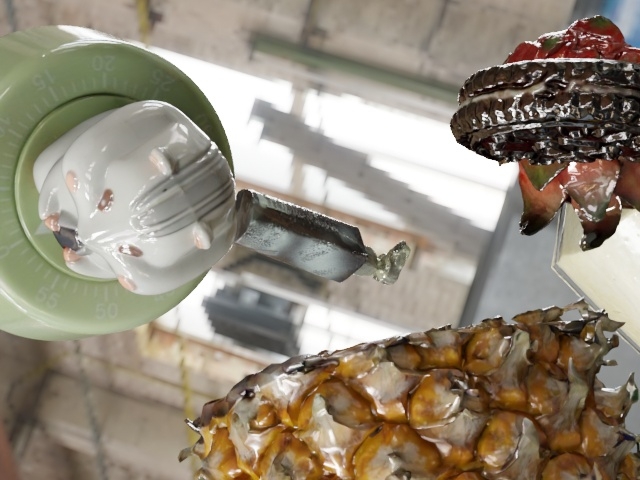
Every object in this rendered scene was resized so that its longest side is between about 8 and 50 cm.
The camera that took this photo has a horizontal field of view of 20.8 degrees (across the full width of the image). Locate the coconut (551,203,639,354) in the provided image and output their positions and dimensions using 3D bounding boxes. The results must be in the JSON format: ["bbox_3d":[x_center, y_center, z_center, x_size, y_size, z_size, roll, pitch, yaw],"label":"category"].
[{"bbox_3d":[0.417,-0.014,1.957,0.323,0.323,0.323,18,-90,-80],"label":"coconut"}]

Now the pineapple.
[{"bbox_3d":[0.087,0.215,1.196,0.352,0.352,0.300,53,-162,-78],"label":"pineapple"}]

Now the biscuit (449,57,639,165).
[{"bbox_3d":[0.092,-0.043,0.612,0.087,0.089,0.027,155,120,-72],"label":"biscuit"}]

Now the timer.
[{"bbox_3d":[-0.175,-0.042,1.479,0.315,0.290,0.291,9,80,63],"label":"timer"}]

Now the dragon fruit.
[{"bbox_3d":[0.178,-0.074,1.140,0.121,0.130,0.142,-34,-64,-53],"label":"dragon fruit"}]

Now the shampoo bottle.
[{"bbox_3d":[0.000,0.001,1.778,0.063,0.207,0.057,-44,43,33],"label":"shampoo bottle"}]
